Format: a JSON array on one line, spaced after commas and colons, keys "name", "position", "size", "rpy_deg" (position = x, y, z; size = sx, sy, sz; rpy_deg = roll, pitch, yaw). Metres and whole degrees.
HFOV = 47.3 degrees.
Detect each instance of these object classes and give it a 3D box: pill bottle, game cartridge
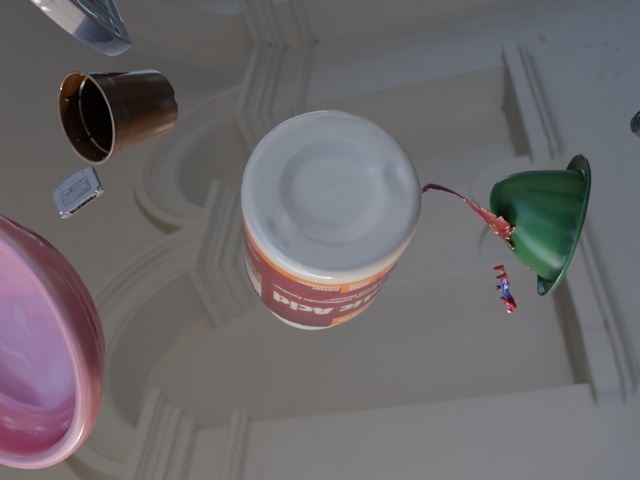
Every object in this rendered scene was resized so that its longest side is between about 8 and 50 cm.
[{"name": "pill bottle", "position": [0.000, 0.000, 1.053], "size": [0.392, 0.224, 0.224], "rpy_deg": [103, 162, -71]}, {"name": "game cartridge", "position": [-0.450, -0.449, 1.290], "size": [0.198, 0.062, 0.297], "rpy_deg": [68, -169, 16]}, {"name": "game cartridge", "position": [-0.392, -0.080, 1.179], "size": [0.056, 0.083, 0.017], "rpy_deg": [61, -170, 19]}]

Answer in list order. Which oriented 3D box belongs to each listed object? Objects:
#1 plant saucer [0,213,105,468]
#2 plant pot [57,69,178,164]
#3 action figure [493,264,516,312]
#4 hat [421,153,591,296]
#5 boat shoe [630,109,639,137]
[{"name": "plant saucer", "position": [-0.377, 0.106, 0.861], "size": [0.084, 0.332, 0.332], "rpy_deg": [-39, -61, -57]}, {"name": "plant pot", "position": [-0.364, -0.239, 1.344], "size": [0.165, 0.167, 0.167], "rpy_deg": [-26, -73, -46]}, {"name": "action figure", "position": [0.340, 0.095, 1.343], "size": [0.038, 0.030, 0.115], "rpy_deg": [-101, -15, -50]}, {"name": "hat", "position": [0.208, -0.043, 0.879], "size": [0.208, 0.183, 0.173], "rpy_deg": [95, -170, -57]}, {"name": "boat shoe", "position": [0.748, -0.266, 1.449], "size": [0.127, 0.340, 0.113], "rpy_deg": [65, 154, -2]}]
